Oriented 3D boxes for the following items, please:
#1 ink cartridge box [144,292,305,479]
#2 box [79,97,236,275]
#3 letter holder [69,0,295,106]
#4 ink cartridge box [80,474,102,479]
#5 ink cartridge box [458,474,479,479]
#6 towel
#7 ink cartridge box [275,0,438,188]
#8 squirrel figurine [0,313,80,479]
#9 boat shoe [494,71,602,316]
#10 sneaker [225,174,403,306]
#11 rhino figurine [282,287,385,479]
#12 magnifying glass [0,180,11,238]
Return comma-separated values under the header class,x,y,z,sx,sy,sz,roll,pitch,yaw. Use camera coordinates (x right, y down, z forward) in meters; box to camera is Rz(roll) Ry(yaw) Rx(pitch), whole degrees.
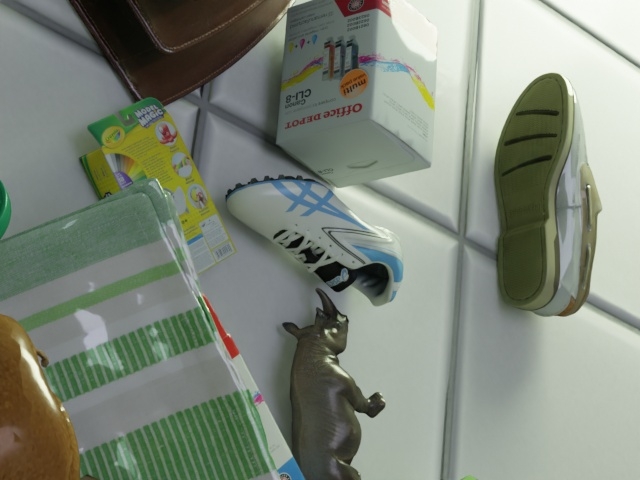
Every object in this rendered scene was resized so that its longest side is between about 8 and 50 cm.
class,x,y,z,sx,sy,sz,roll,pitch,yaw
ink cartridge box,-0.120,0.181,1.525,0.134,0.078,0.231,-34,100,-46
box,-0.165,-0.045,1.591,0.105,0.043,0.179,-31,100,-45
letter holder,-0.102,-0.294,1.666,0.302,0.152,0.214,-45,109,-44
ink cartridge box,-0.205,0.305,1.268,0.235,0.193,0.088,-46,111,-20
ink cartridge box,0.181,0.369,1.562,0.119,0.353,0.207,-26,94,-8
towel,-0.189,0.136,1.420,0.248,0.038,0.325,-24,93,-13
ink cartridge box,0.042,-0.167,1.760,0.127,0.128,0.176,32,53,-48
squirrel figurine,-0.304,0.230,1.115,0.281,0.370,0.397,27,58,-36
boat shoe,0.285,-0.053,1.995,0.103,0.113,0.302,19,73,-40
sneaker,0.000,0.000,1.703,0.237,0.085,0.086,26,48,-35
rhino figurine,0.010,0.164,1.664,0.106,0.073,0.243,14,65,-44
magnifying glass,-0.348,0.025,1.370,0.231,0.092,0.026,-55,156,-32
